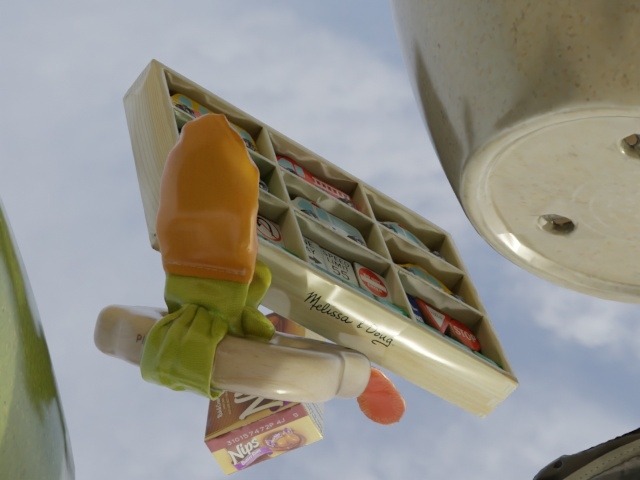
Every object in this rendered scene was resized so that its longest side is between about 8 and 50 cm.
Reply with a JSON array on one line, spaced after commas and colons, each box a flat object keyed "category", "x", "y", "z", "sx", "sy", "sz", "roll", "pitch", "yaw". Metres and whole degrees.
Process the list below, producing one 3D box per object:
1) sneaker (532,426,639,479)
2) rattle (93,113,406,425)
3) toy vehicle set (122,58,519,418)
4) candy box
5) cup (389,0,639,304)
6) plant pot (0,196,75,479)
[{"category": "sneaker", "x": 0.076, "y": 0.099, "z": 0.395, "sx": 0.170, "sy": 0.063, "sz": 0.075, "roll": -39, "pitch": -161, "yaw": -24}, {"category": "rattle", "x": -0.019, "y": 0.025, "z": 0.808, "sx": 0.200, "sy": 0.142, "sz": 0.130, "roll": 9, "pitch": 166, "yaw": -41}, {"category": "toy vehicle set", "x": 0.000, "y": 0.000, "z": 0.934, "sx": 0.267, "sy": 0.035, "sz": 0.166, "roll": 29, "pitch": -155, "yaw": -31}, {"category": "candy box", "x": -0.053, "y": 0.145, "z": 1.492, "sx": 0.109, "sy": 0.053, "sz": 0.186, "roll": -22, "pitch": -154, "yaw": 14}, {"category": "cup", "x": 0.170, "y": -0.109, "z": 0.734, "sx": 0.331, "sy": 0.331, "sz": 0.237, "roll": 13, "pitch": -120, "yaw": 5}, {"category": "plant pot", "x": -0.224, "y": -0.010, "z": 0.501, "sx": 0.275, "sy": 0.293, "sz": 0.274, "roll": 4, "pitch": -142, "yaw": -3}]
